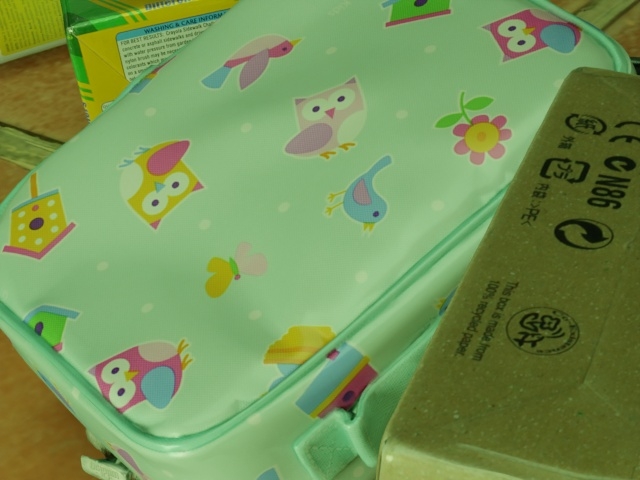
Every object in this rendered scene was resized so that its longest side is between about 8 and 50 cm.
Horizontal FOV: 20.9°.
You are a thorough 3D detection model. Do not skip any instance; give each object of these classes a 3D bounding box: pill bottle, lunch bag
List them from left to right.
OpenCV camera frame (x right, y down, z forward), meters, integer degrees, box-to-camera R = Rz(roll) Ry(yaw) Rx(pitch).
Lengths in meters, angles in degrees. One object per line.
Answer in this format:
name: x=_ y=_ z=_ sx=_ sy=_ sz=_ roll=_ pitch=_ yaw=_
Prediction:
pill bottle: x=-0.200 y=-0.152 z=1.137 sx=0.116 sy=0.065 sz=0.065 roll=-19 pitch=33 yaw=-11
lunch bag: x=0.000 y=0.000 z=0.752 sx=0.279 sy=0.108 sz=0.224 roll=-41 pitch=47 yaw=-13

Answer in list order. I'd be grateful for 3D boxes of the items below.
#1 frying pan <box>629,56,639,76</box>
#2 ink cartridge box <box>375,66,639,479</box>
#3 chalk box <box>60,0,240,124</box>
frying pan: x=0.089 y=-0.054 z=0.901 sx=0.197 sy=0.053 sz=0.326 roll=-31 pitch=37 yaw=-27
ink cartridge box: x=0.083 y=0.082 z=0.537 sx=0.088 sy=0.193 sz=0.235 roll=11 pitch=33 yaw=15
chalk box: x=-0.073 y=-0.117 z=0.977 sx=0.132 sy=0.132 sz=0.213 roll=-14 pitch=32 yaw=-5
